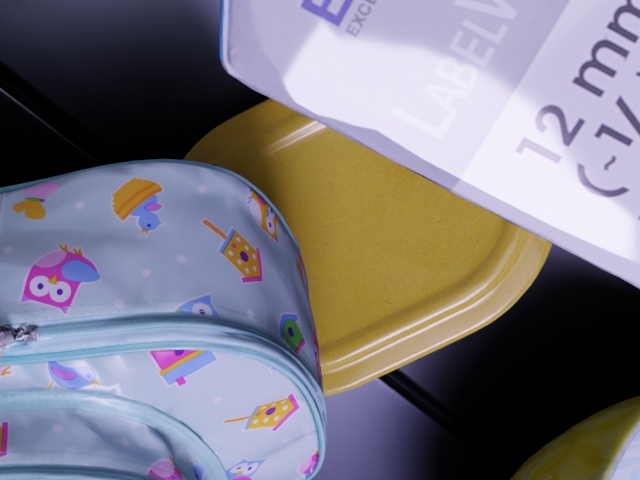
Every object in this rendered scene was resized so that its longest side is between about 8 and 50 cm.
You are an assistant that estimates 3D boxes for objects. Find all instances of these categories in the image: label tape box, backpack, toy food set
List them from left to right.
[{"bbox_3d":[-0.090,0.057,0.457,0.188,0.144,0.166,-18,145,1],"label":"backpack"},{"bbox_3d":[0.000,0.000,0.564,0.218,0.071,0.128,-25,88,9],"label":"toy food set"},{"bbox_3d":[0.048,-0.105,0.416,0.347,0.249,0.115,25,111,-12],"label":"label tape box"}]

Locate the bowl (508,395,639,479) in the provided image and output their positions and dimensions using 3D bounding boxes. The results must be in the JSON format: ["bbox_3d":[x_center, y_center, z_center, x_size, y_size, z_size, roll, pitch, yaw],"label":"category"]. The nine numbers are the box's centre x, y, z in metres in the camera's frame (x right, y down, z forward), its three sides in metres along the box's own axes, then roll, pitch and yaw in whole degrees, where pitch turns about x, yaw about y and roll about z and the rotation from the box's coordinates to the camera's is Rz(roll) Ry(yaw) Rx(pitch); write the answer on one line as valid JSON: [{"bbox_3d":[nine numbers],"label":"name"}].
[{"bbox_3d":[0.134,0.220,0.581,0.156,0.289,0.289,-17,117,41],"label":"bowl"}]
